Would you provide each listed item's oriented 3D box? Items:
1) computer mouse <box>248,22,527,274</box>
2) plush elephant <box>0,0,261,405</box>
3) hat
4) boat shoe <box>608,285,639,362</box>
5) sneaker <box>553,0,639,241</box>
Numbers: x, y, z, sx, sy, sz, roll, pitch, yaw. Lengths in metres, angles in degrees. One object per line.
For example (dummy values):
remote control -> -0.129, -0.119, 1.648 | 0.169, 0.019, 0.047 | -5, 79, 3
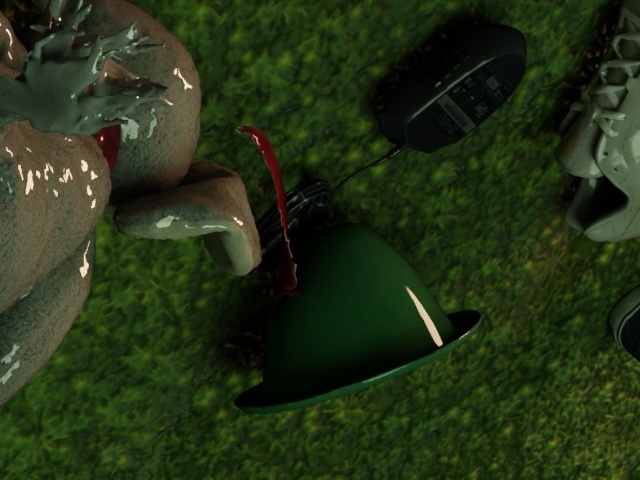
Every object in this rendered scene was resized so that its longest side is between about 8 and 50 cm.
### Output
computer mouse -> 0.035, -0.063, 1.238 | 0.242, 0.041, 0.071 | -38, 152, 5
plush elephant -> -0.173, -0.053, 0.989 | 0.330, 0.272, 0.255 | -19, -178, 25
hat -> 0.000, 0.000, 1.240 | 0.173, 0.208, 0.183 | -24, 96, -30
boat shoe -> 0.316, 0.038, 1.454 | 0.183, 0.083, 0.065 | -42, 135, 3
sneaker -> 0.219, -0.096, 1.284 | 0.121, 0.099, 0.262 | -19, 130, -13
